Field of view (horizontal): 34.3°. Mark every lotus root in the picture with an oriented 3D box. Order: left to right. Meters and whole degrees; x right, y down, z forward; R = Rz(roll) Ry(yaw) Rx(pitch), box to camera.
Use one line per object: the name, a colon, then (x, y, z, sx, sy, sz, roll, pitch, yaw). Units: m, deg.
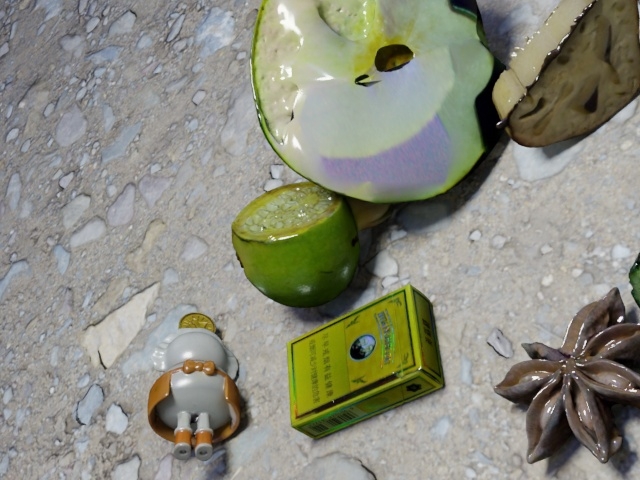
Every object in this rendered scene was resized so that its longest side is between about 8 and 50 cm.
lotus root: (0.343, -0.232, 1.365, 0.261, 0.170, 0.074, -47, 33, 22)

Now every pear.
pear: (0.070, -0.237, 1.537, 0.399, 0.399, 0.165, -63, 6, -11)

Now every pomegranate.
pomegranate: (-0.013, 0.002, 1.556, 0.190, 0.159, 0.241, 1, 36, 35)

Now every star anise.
star anise: (0.304, 0.169, 1.190, 0.212, 0.073, 0.197, -35, 40, 24)

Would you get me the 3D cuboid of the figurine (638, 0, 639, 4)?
figurine: (0.551, -0.410, 1.288, 0.378, 0.266, 0.361, 122, 154, -43)

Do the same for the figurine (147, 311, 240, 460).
figurine: (-0.190, 0.210, 1.577, 0.143, 0.143, 0.271, -23, 50, 30)

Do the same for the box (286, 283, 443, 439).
box: (0.057, 0.168, 1.430, 0.220, 0.064, 0.141, -26, 47, 26)

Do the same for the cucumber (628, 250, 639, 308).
cucumber: (0.413, 0.031, 1.182, 0.115, 0.086, 0.193, 28, 79, 5)
